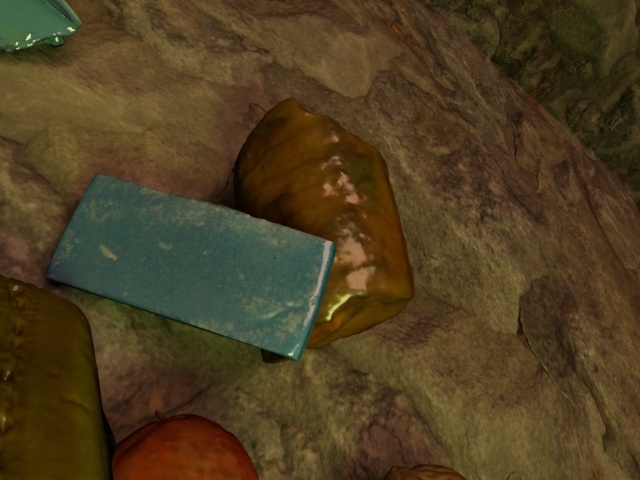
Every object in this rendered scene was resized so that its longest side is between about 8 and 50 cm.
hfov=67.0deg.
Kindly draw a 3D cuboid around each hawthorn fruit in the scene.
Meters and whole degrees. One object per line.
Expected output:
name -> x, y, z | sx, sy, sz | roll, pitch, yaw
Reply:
hawthorn fruit -> -0.149, 0.265, 0.454 | 0.211, 0.210, 0.262 | 28, 30, -25

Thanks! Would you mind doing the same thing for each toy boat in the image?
toy boat -> -0.442, -0.314, 0.636 | 0.238, 0.109, 0.098 | -2, 32, -42

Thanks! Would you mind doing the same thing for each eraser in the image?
eraser -> -0.148, 0.026, 0.563 | 0.312, 0.042, 0.144 | 17, 73, 7

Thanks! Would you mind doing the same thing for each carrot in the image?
carrot -> 0.000, 0.000, 0.712 | 0.242, 0.242, 0.340 | 7, 63, -38

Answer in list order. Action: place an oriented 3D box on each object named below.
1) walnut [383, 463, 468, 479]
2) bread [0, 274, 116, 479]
walnut -> 0.143, 0.409, 0.614 | 0.198, 0.198, 0.244 | -9, 72, -44
bread -> -0.277, 0.153, 0.310 | 0.251, 0.208, 0.376 | 35, 6, -37
